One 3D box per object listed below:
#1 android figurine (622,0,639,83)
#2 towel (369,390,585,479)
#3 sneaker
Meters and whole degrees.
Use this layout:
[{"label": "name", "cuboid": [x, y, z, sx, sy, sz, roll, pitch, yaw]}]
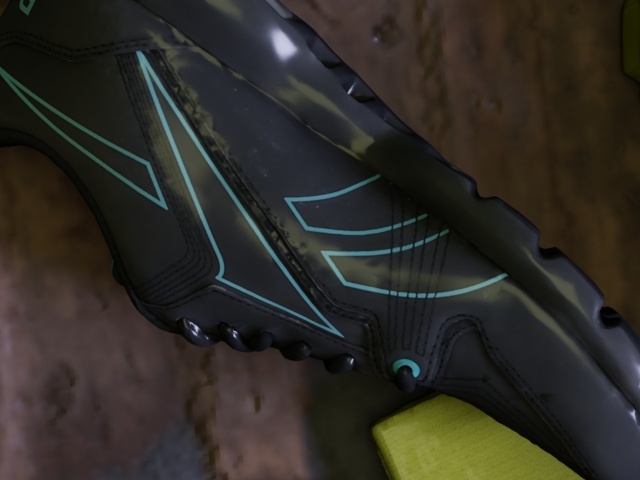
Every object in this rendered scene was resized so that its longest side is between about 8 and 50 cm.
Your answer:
[{"label": "android figurine", "cuboid": [0.216, -0.104, 0.591, 0.248, 0.056, 0.273, 32, 82, -5]}, {"label": "towel", "cuboid": [0.106, 0.153, 0.580, 0.102, 0.021, 0.237, -23, 89, -14]}, {"label": "sneaker", "cuboid": [0.000, 0.000, 0.546, 0.267, 0.101, 0.106, 41, 93, 5]}]
